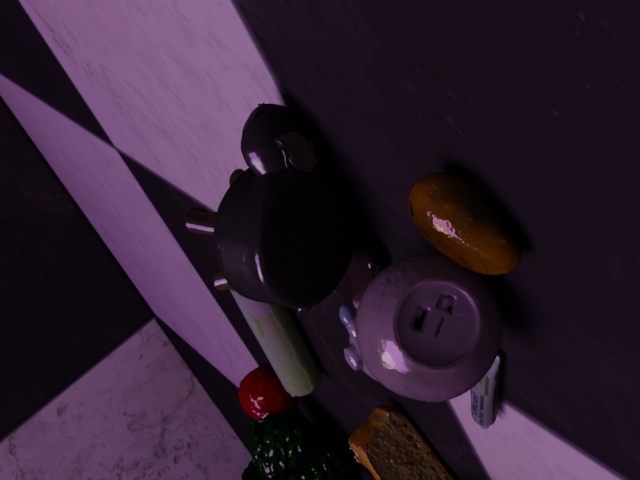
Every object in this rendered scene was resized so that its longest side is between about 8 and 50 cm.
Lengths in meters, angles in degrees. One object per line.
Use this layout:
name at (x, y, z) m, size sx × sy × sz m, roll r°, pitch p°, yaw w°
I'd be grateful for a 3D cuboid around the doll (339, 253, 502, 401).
doll at (0.095, 0.097, 1.189) m, size 0.151 × 0.151 × 0.287 m, roll 50°, pitch 169°, yaw 2°

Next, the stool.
stool at (-0.051, -0.031, 1.271) m, size 0.139 × 0.228 × 0.153 m, roll 7°, pitch 179°, yaw 42°

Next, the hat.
hat at (-0.078, 0.414, 2.315) m, size 0.274 × 0.242 × 0.332 m, roll -11°, pitch 105°, yaw 60°

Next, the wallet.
wallet at (0.000, 0.000, 1.405) m, size 0.229 × 0.049 × 0.182 m, roll 41°, pitch 160°, yaw 27°

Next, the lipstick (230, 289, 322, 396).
lipstick at (-0.075, 0.157, 1.953) m, size 0.076 × 0.076 × 0.304 m, roll 36°, pitch 160°, yaw 43°

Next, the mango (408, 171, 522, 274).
mango at (0.125, -0.013, 0.992) m, size 0.114 × 0.057 × 0.079 m, roll 38°, pitch 158°, yaw 16°

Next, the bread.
bread at (0.127, 0.343, 1.755) m, size 0.187 × 0.103 × 0.065 m, roll 57°, pitch 163°, yaw -7°

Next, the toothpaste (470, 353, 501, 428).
toothpaste at (0.185, 0.165, 1.295) m, size 0.048 × 0.029 × 0.197 m, roll 42°, pitch 160°, yaw 29°
